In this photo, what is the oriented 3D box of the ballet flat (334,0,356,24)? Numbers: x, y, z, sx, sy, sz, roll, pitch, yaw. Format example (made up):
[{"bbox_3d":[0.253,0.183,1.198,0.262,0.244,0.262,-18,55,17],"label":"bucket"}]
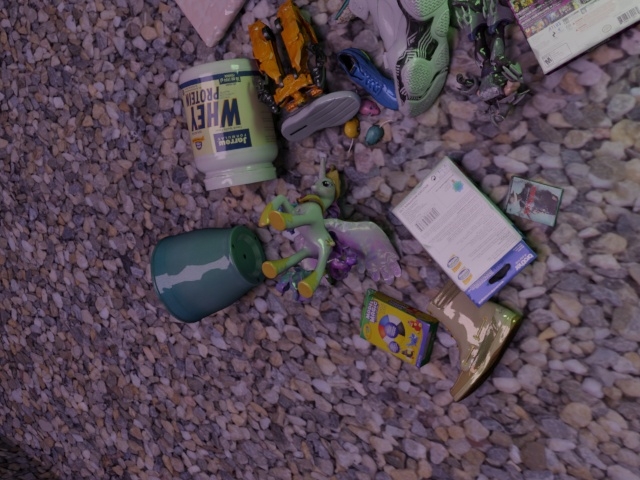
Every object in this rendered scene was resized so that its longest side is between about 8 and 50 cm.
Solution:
[{"bbox_3d":[0.116,-0.602,1.748,0.077,0.091,0.241,29,128,-7],"label":"ballet flat"}]

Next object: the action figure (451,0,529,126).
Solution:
[{"bbox_3d":[0.361,-0.382,1.578,0.185,0.099,0.285,-9,87,57],"label":"action figure"}]

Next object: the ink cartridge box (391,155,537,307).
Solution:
[{"bbox_3d":[0.331,-0.020,1.692,0.186,0.065,0.311,-46,68,18],"label":"ink cartridge box"}]

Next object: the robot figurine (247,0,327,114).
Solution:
[{"bbox_3d":[-0.081,-0.460,1.876,0.211,0.085,0.291,-26,69,24],"label":"robot figurine"}]

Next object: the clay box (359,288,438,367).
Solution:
[{"bbox_3d":[0.188,0.222,1.900,0.222,0.053,0.127,23,114,32],"label":"clay box"}]

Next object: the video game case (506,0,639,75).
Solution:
[{"bbox_3d":[0.504,-0.477,1.456,0.232,0.042,0.210,-29,83,28],"label":"video game case"}]

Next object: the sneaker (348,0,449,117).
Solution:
[{"bbox_3d":[0.180,-0.475,1.678,0.210,0.137,0.366,35,139,40],"label":"sneaker"}]

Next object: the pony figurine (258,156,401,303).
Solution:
[{"bbox_3d":[0.000,0.000,1.853,0.302,0.363,0.351,-10,110,33],"label":"pony figurine"}]

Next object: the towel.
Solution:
[{"bbox_3d":[-0.300,-0.767,2.058,0.332,0.053,0.317,-47,70,36],"label":"towel"}]

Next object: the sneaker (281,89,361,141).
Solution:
[{"bbox_3d":[-0.001,-0.340,1.887,0.258,0.094,0.091,-16,49,40],"label":"sneaker"}]

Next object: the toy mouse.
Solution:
[{"bbox_3d":[0.117,-0.296,1.847,0.143,0.031,0.161,7,105,38],"label":"toy mouse"}]

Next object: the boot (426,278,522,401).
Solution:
[{"bbox_3d":[0.331,0.233,1.754,0.203,0.095,0.262,37,115,25],"label":"boot"}]

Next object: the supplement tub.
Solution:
[{"bbox_3d":[-0.243,-0.311,2.002,0.235,0.235,0.325,-6,97,40],"label":"supplement tub"}]

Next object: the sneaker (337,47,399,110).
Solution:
[{"bbox_3d":[0.118,-0.390,1.793,0.209,0.082,0.069,49,124,18],"label":"sneaker"}]

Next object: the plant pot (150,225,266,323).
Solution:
[{"bbox_3d":[-0.307,0.080,2.149,0.255,0.271,0.272,-18,89,25],"label":"plant pot"}]

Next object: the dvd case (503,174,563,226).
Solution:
[{"bbox_3d":[0.468,-0.088,1.625,0.119,0.013,0.087,22,114,34],"label":"dvd case"}]
